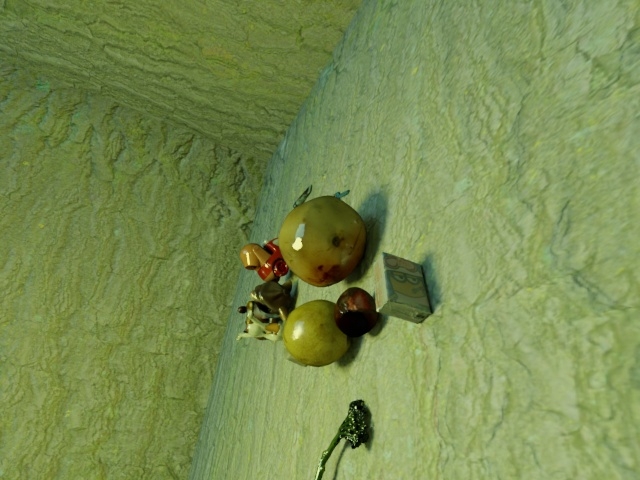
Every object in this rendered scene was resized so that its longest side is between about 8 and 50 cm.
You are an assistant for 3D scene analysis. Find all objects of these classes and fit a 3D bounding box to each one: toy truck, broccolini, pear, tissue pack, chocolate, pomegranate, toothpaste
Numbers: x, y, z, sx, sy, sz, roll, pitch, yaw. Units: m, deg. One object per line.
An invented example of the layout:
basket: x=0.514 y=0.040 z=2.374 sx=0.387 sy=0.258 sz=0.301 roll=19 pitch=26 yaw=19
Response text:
toy truck: x=-0.245 y=0.070 z=2.130 sx=0.265 sy=0.239 sz=0.189 roll=-51 pitch=5 yaw=-32
broccolini: x=0.051 y=0.541 z=1.108 sx=0.271 sy=0.062 sz=0.123 roll=-63 pitch=3 yaw=7
pear: x=-0.001 y=0.277 z=1.322 sx=0.209 sy=0.209 sz=0.209 roll=-161 pitch=90 yaw=-73
tissue pack: x=0.191 y=0.113 z=1.046 sx=0.155 sy=0.115 sz=0.065 roll=-89 pitch=24 yaw=-47
chocolate: x=0.103 y=0.194 z=1.229 sx=0.127 sy=0.124 sz=0.133 roll=-38 pitch=6 yaw=39
pomegranate: x=0.000 y=0.000 z=1.455 sx=0.319 sy=0.319 sz=0.319 roll=-161 pitch=90 yaw=-73
toothpaste: x=-0.106 y=-0.227 z=2.427 sx=0.216 sy=0.037 sz=0.062 roll=-46 pitch=28 yaw=43

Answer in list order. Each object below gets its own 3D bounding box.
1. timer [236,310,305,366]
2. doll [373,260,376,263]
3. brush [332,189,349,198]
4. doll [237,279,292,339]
timer: x=-0.158 y=0.343 z=1.602 sx=0.175 sy=0.266 sz=0.175 roll=-56 pitch=22 yaw=38
doll: x=0.177 y=0.088 z=1.246 sx=0.058 sy=0.040 sz=0.085 roll=-35 pitch=38 yaw=46
brush: x=0.084 y=-0.190 z=1.850 sx=0.164 sy=0.014 sz=0.051 roll=164 pitch=122 yaw=-68
doll: x=-0.260 y=0.307 z=2.041 sx=0.340 sy=0.209 sz=0.318 roll=-49 pitch=21 yaw=57
